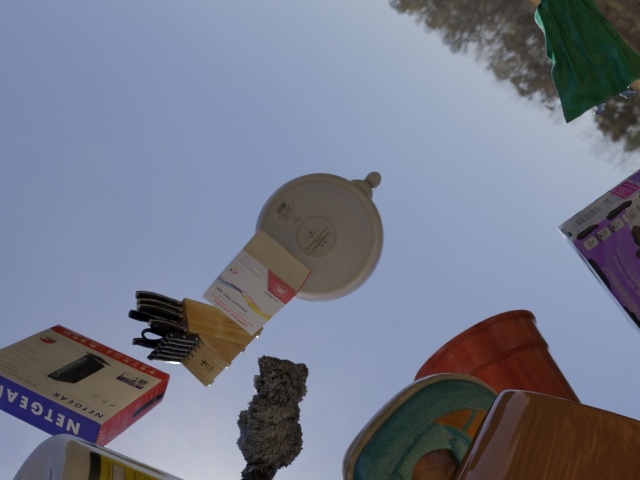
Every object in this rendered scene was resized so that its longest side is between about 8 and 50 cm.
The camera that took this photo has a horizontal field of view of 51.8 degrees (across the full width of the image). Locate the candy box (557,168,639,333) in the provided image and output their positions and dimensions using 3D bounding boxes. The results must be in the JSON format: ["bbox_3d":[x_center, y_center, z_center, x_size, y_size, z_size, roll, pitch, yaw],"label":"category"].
[{"bbox_3d":[0.414,-0.005,0.772,0.164,0.196,0.070,50,-168,-8],"label":"candy box"}]

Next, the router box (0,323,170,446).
[{"bbox_3d":[-0.573,0.333,1.536,0.336,0.082,0.301,21,-167,10],"label":"router box"}]

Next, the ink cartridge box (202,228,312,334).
[{"bbox_3d":[-0.119,0.084,1.127,0.115,0.198,0.067,39,-137,-6],"label":"ink cartridge box"}]

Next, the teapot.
[{"bbox_3d":[0.000,0.000,1.242,0.256,0.252,0.187,-6,178,5],"label":"teapot"}]

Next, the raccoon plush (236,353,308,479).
[{"bbox_3d":[-0.125,0.560,1.970,0.216,0.299,0.446,6,-150,-13],"label":"raccoon plush"}]

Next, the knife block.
[{"bbox_3d":[-0.275,0.180,1.413,0.242,0.088,0.276,45,-156,2],"label":"knife block"}]

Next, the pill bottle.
[{"bbox_3d":[-0.255,0.410,0.905,0.334,0.188,0.187,36,-159,-31],"label":"pill bottle"}]

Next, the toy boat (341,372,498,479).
[{"bbox_3d":[0.191,0.339,0.887,0.268,0.148,0.318,-37,-77,-24],"label":"toy boat"}]

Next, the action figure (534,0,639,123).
[{"bbox_3d":[0.389,-0.304,0.995,0.063,0.137,0.232,17,-130,-59],"label":"action figure"}]

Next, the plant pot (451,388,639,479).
[{"bbox_3d":[0.246,0.270,0.632,0.291,0.203,0.291,17,167,4],"label":"plant pot"}]

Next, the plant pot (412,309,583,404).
[{"bbox_3d":[0.351,0.311,1.190,0.273,0.272,0.265,9,-140,-43],"label":"plant pot"}]
